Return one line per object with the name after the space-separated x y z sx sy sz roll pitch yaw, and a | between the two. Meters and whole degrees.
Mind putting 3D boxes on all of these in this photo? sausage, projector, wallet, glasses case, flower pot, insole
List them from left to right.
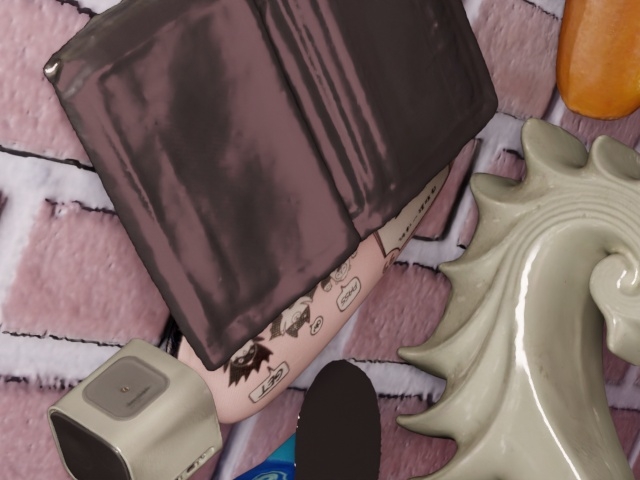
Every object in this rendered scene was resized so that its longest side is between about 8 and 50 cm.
-0.126 0.129 1.156 0.082 0.083 0.083 -40 141 -32 | projector
-0.015 -0.101 1.132 0.323 0.041 0.247 -42 121 -29 | wallet
0.000 0.000 1.247 0.314 0.075 0.122 -50 145 -19 | glasses case
0.005 0.204 1.309 0.080 0.003 0.232 22 65 -22 | insole
0.207 0.096 1.441 0.164 0.254 0.368 14 102 -57 | flower pot
0.263 -0.232 1.427 0.105 0.105 0.274 -20 127 -47 | sausage

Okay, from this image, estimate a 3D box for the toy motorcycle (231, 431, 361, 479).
0.007 0.273 1.380 0.326 0.191 0.200 37 70 -38 | toy motorcycle
